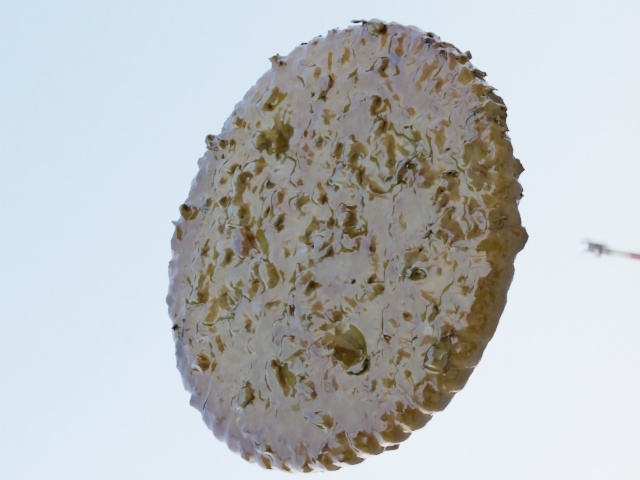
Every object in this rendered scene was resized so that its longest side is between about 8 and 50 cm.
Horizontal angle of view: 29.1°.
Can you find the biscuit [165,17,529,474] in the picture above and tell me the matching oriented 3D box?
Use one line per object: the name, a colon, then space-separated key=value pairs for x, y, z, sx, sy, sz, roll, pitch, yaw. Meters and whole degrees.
biscuit: x=0.000 y=0.000 z=0.654 sx=0.035 sy=0.254 sz=0.254 roll=19 pitch=-99 yaw=-43
